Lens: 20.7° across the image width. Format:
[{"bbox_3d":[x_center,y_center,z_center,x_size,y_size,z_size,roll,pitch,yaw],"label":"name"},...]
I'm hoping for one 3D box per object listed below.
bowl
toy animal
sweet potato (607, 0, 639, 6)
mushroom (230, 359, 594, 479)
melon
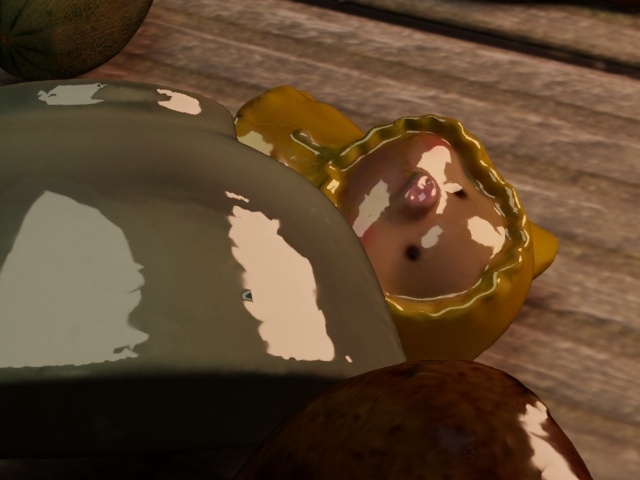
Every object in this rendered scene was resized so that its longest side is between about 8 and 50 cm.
[{"bbox_3d":[-0.104,0.013,0.790,0.289,0.289,0.146,-4,77,4],"label":"bowl"},{"bbox_3d":[0.003,-0.004,0.944,0.230,0.156,0.156,25,47,20],"label":"toy animal"},{"bbox_3d":[0.145,-0.202,1.223,0.226,0.068,0.068,12,42,22],"label":"sweet potato"},{"bbox_3d":[0.028,0.201,0.640,0.267,0.254,0.267,-24,26,13],"label":"mushroom"},{"bbox_3d":[-0.172,-0.176,1.198,0.114,0.114,0.167,9,43,19],"label":"melon"}]
